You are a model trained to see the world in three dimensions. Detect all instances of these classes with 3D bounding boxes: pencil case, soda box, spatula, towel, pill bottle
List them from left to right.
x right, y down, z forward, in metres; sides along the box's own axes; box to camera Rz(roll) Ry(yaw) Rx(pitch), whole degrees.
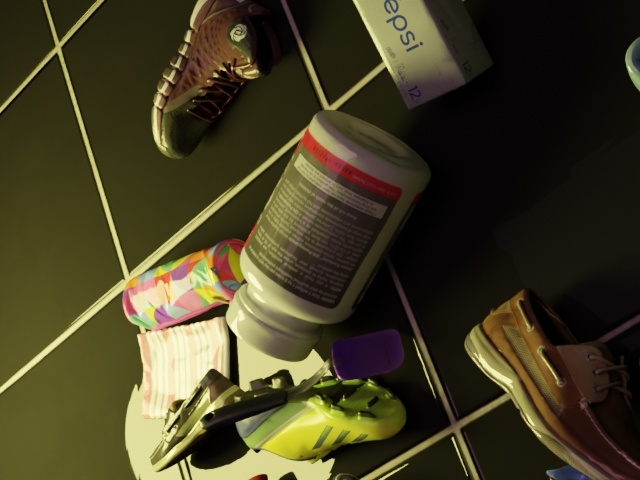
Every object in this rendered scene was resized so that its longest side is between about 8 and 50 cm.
[{"bbox_3d":[-0.214,0.202,1.893,0.197,0.029,0.144,-14,76,40],"label":"towel"},{"bbox_3d":[-0.199,0.072,1.851,0.236,0.104,0.104,-20,71,41],"label":"pencil case"},{"bbox_3d":[-0.029,0.194,1.619,0.297,0.030,0.084,-25,36,9],"label":"spatula"},{"bbox_3d":[0.000,0.000,1.624,0.176,0.176,0.318,43,112,37],"label":"pill bottle"},{"bbox_3d":[0.105,-0.321,1.544,0.098,0.091,0.286,-22,100,40],"label":"soda box"}]

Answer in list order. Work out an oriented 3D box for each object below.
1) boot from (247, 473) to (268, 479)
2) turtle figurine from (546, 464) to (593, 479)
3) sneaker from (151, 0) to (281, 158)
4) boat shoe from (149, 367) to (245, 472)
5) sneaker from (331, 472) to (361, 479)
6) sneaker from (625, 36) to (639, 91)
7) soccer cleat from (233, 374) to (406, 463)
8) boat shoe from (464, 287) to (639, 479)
[{"bbox_3d":[-0.053,0.417,1.682,0.244,0.088,0.176,-7,78,45],"label":"boot"},{"bbox_3d":[0.244,0.410,1.335,0.266,0.198,0.274,-47,52,33],"label":"turtle figurine"},{"bbox_3d":[-0.152,-0.242,1.847,0.163,0.106,0.281,26,101,38],"label":"sneaker"},{"bbox_3d":[-0.195,0.268,1.814,0.073,0.080,0.223,52,127,12],"label":"boat shoe"},{"bbox_3d":[-0.015,0.387,1.572,0.086,0.226,0.163,109,162,-57],"label":"sneaker"},{"bbox_3d":[0.479,-0.163,1.226,0.366,0.150,0.135,4,88,43],"label":"sneaker"},{"bbox_3d":[0.004,0.253,1.666,0.289,0.093,0.121,-3,112,38],"label":"soccer cleat"},{"bbox_3d":[0.289,0.167,1.366,0.116,0.123,0.324,-54,46,13],"label":"boat shoe"}]
